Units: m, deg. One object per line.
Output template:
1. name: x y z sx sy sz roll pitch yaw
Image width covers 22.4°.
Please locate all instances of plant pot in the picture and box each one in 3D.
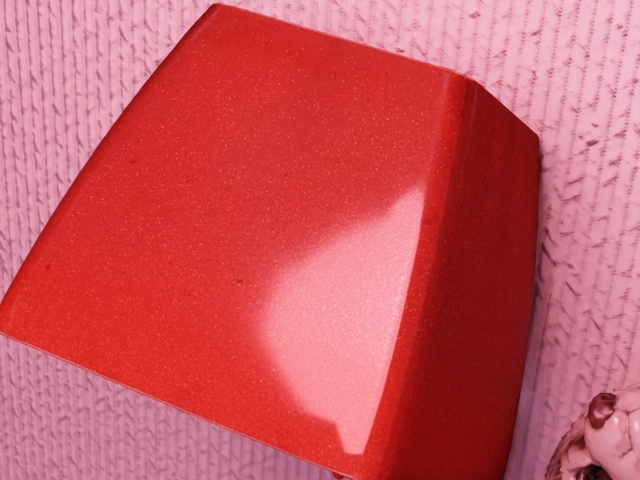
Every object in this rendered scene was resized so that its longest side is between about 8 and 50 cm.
1. plant pot: 0.000 0.000 1.020 0.267 0.267 0.236 19 90 23

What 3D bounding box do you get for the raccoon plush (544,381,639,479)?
1. raccoon plush: 0.329 0.254 1.039 0.299 0.216 0.446 -18 109 49

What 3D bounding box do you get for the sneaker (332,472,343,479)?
1. sneaker: 0.007 0.130 1.232 0.279 0.107 0.118 31 141 16
